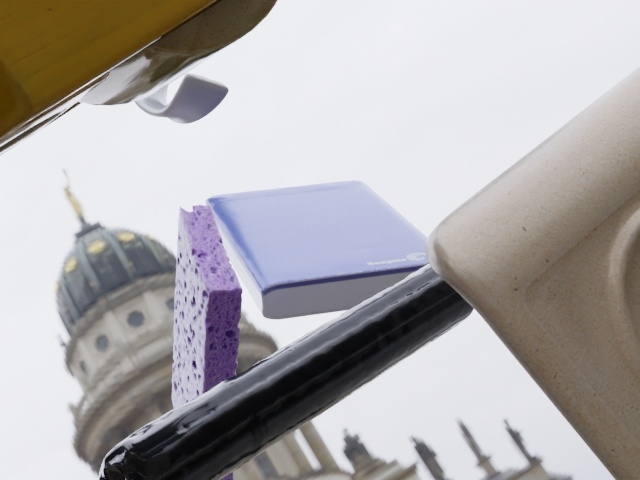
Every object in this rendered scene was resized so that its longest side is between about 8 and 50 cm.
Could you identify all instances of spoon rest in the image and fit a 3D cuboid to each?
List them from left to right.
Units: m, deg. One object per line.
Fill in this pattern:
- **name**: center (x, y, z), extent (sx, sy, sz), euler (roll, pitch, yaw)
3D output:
- **spoon rest**: center (-0.194, -0.214, 1.221), extent (0.137, 0.276, 0.084), euler (13, -61, -40)

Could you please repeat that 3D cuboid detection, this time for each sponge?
- **sponge**: center (-0.094, 0.089, 0.894), extent (0.031, 0.117, 0.210), euler (-5, -55, -18)

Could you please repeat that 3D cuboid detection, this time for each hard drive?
- **hard drive**: center (0.000, 0.000, 1.253), extent (0.210, 0.318, 0.040), euler (-7, -70, -14)

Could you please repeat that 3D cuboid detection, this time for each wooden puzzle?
- **wooden puzzle**: center (0.260, 0.053, 0.523), extent (0.322, 0.348, 0.080), euler (-36, -11, -26)

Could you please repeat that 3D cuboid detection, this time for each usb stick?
- **usb stick**: center (-0.010, 0.084, 0.645), extent (0.278, 0.045, 0.077), euler (-28, -19, -37)

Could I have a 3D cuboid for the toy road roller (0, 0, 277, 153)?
- **toy road roller**: center (-0.202, -0.131, 0.476), extent (0.329, 0.240, 0.202), euler (-35, 11, -26)
